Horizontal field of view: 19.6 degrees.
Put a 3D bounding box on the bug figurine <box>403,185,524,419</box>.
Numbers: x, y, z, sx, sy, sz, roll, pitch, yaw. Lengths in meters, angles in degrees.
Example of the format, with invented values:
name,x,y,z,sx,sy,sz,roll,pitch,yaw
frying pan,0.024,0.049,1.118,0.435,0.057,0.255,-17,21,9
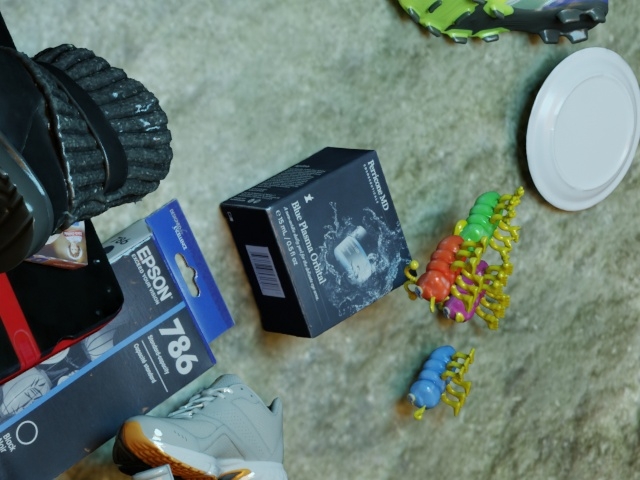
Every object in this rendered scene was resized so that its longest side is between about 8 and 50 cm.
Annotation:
name,x,y,z,sx,sy,sz,roll,pitch,yaw
bug figurine,0.154,0.061,2.066,0.216,0.072,0.279,-56,158,-37

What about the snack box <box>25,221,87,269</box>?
name,x,y,z,sx,sy,sz,roll,pitch,yaw
snack box,-0.285,-0.017,1.687,0.178,0.022,0.064,14,63,-50

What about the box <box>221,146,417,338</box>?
name,x,y,z,sx,sy,sz,roll,pitch,yaw
box,0.000,0.000,1.994,0.158,0.093,0.156,-30,110,-31

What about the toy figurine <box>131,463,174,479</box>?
name,x,y,z,sx,sy,sz,roll,pitch,yaw
toy figurine,-0.228,0.316,1.778,0.210,0.213,0.148,-13,85,-46

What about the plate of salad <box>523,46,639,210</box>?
name,x,y,z,sx,sy,sz,roll,pitch,yaw
plate of salad,0.313,-0.135,2.227,0.200,0.048,0.199,-13,112,-36

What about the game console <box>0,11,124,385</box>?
name,x,y,z,sx,sy,sz,roll,pitch,yaw
game console,-0.358,-0.046,1.672,0.342,0.060,0.386,-32,102,-55

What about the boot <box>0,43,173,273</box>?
name,x,y,z,sx,sy,sz,roll,pitch,yaw
boot,-0.295,-0.151,1.639,0.348,0.131,0.260,60,33,-8

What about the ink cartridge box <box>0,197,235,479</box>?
name,x,y,z,sx,sy,sz,roll,pitch,yaw
ink cartridge box,-0.225,0.107,1.865,0.333,0.065,0.165,-36,113,-28

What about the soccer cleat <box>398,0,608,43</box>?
name,x,y,z,sx,sy,sz,roll,pitch,yaw
soccer cleat,0.203,-0.295,2.129,0.289,0.093,0.121,1,63,-31

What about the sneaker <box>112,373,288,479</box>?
name,x,y,z,sx,sy,sz,roll,pitch,yaw
sneaker,-0.123,0.192,1.910,0.262,0.099,0.121,25,65,-58
